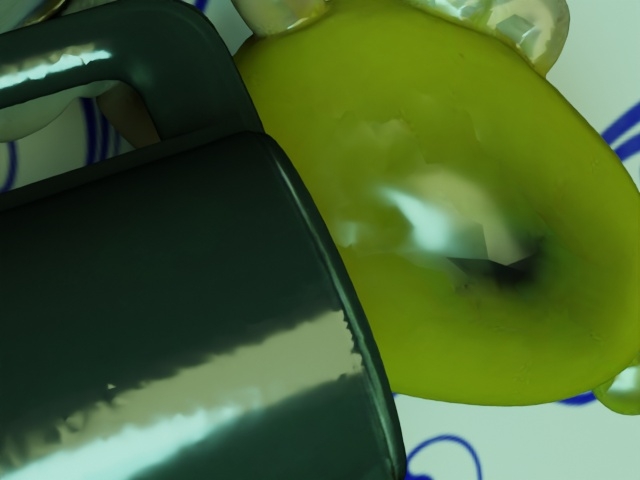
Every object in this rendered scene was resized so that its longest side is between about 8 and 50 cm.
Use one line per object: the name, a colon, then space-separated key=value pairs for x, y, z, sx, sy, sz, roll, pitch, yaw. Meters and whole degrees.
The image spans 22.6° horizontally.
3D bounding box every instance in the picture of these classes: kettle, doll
kettle: x=-0.144 y=0.063 z=0.725 sx=0.308 sy=0.262 sz=0.203 roll=-22 pitch=138 yaw=-8
doll: x=-0.007 y=-0.034 z=0.874 sx=0.348 sy=0.161 sz=0.423 roll=-23 pitch=110 yaw=-4
